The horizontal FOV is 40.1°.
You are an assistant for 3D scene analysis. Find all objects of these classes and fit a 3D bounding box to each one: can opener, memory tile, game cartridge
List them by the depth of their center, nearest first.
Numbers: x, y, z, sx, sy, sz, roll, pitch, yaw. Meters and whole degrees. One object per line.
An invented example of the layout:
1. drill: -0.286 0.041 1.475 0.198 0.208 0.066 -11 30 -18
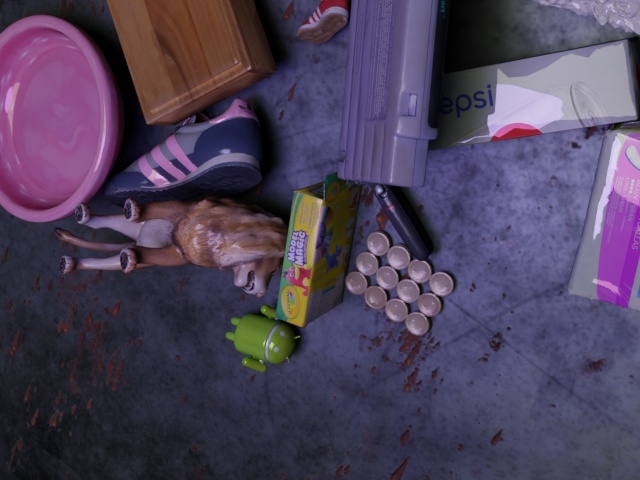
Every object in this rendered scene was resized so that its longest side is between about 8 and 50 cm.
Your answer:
1. game cartridge: 0.090 -0.246 1.082 0.230 0.068 0.355 -161 75 -69
2. can opener: 0.105 -0.055 1.232 0.073 0.059 0.186 -25 91 33
3. memory tile: 0.114 0.063 1.284 0.148 0.012 0.113 33 115 15

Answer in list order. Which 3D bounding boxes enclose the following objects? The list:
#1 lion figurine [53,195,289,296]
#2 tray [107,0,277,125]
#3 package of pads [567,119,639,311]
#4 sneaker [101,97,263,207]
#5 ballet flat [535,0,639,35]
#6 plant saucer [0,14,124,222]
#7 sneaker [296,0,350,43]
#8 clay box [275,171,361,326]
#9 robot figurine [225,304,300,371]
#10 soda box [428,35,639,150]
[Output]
1. lion figurine: -0.231 -0.004 1.350 0.392 0.240 0.142 9 98 50
2. tray: -0.225 -0.398 1.277 0.203 0.076 0.411 -21 86 30
3. package of pads: 0.467 -0.014 1.034 0.296 0.101 0.229 16 111 22
4. sneaker: -0.214 -0.127 1.370 0.319 0.112 0.131 -10 68 34
5. ballet flat: 0.373 -0.299 0.972 0.409 0.147 0.147 19 111 22
6. plant saucer: -0.439 -0.196 1.436 0.332 0.084 0.332 2 93 32
7. sneaker: 0.007 -0.321 1.220 0.118 0.042 0.067 -12 64 59
8. clay box: 0.000 0.000 1.260 0.053 0.127 0.222 16 109 24
9. robot figurine: -0.089 0.154 1.379 0.115 0.067 0.101 16 80 24
10. soda box: 0.254 -0.181 1.105 0.286 0.091 0.098 -5 101 28
